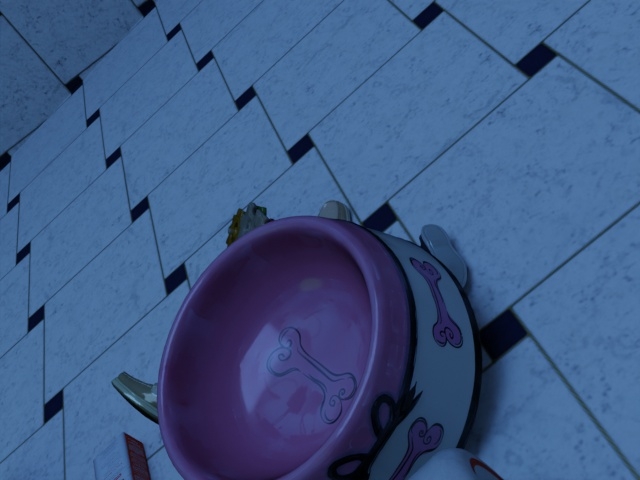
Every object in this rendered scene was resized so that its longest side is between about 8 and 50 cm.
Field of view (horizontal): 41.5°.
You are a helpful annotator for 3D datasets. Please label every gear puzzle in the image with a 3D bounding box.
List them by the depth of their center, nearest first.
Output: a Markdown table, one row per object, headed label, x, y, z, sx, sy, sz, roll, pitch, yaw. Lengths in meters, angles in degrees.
| label | x | y | z | sx | sy | sz | roll | pitch | yaw |
| --- | --- | --- | --- | --- | --- | --- | --- | --- | --- |
| gear puzzle | -0.105 | 0.036 | 1.359 | 0.175 | 0.044 | 0.339 | -71 | 23 | 11 |

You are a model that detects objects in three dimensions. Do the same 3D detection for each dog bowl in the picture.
| label | x | y | z | sx | sy | sz | roll | pitch | yaw |
| --- | --- | --- | --- | --- | --- | --- | --- | --- | --- |
| dog bowl | -0.026 | 0.151 | 0.994 | 0.408 | 0.150 | 0.407 | -21 | 53 | 32 |

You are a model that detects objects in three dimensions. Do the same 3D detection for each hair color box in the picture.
| label | x | y | z | sx | sy | sz | roll | pitch | yaw |
| --- | --- | --- | --- | --- | --- | --- | --- | --- | --- |
| hair color box | -0.295 | 0.362 | 1.263 | 0.072 | 0.043 | 0.141 | -43 | 33 | 7 |

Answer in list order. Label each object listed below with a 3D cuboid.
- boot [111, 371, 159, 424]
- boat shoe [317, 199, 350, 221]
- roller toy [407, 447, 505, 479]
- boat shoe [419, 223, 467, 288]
| label | x | y | z | sx | sy | sz | roll | pitch | yaw |
| --- | --- | --- | --- | --- | --- | --- | --- | --- | --- |
| boot | -0.180 | 0.198 | 1.220 | 0.213 | 0.077 | 0.165 | 22 | 69 | 22 |
| boat shoe | 0.000 | 0.000 | 1.284 | 0.063 | 0.059 | 0.170 | -16 | 46 | 37 |
| roller toy | 0.127 | 0.294 | 0.731 | 0.146 | 0.209 | 0.191 | -45 | 54 | 6 |
| boat shoe | 0.157 | 0.031 | 1.102 | 0.046 | 0.038 | 0.125 | -6 | 41 | -13 |
